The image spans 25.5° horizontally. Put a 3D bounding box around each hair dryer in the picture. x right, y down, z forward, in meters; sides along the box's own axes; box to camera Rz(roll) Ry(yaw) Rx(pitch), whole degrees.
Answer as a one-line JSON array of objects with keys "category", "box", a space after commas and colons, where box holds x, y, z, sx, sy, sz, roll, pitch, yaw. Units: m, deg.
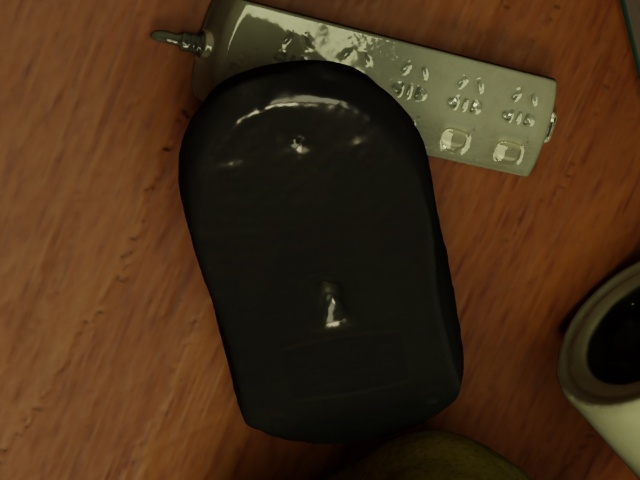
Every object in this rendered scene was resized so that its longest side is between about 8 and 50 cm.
[{"category": "hair dryer", "box": [0.218, 0.195, 0.799, 0.128, 0.362, 0.203, -22, 122, 38]}]

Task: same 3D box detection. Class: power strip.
[{"category": "power strip", "box": [0.027, -0.088, 0.799, 0.252, 0.027, 0.060, 11, 103, -20]}]

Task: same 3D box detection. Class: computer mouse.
[{"category": "computer mouse", "box": [0.000, 0.000, 0.780, 0.137, 0.086, 0.270, -10, 131, 4]}]

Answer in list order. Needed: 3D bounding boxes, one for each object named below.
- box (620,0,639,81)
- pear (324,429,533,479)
[{"category": "box", "box": [0.270, -0.080, 0.759, 0.092, 0.245, 0.153, -24, 113, -12]}, {"category": "pear", "box": [0.052, 0.234, 0.820, 0.228, 0.188, 0.211, -30, 101, -6]}]
